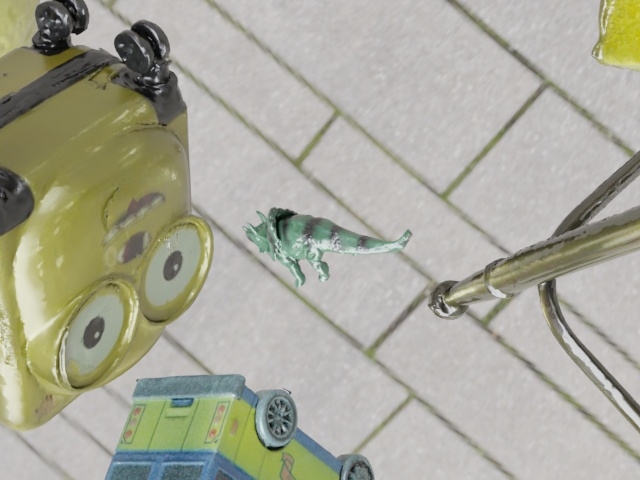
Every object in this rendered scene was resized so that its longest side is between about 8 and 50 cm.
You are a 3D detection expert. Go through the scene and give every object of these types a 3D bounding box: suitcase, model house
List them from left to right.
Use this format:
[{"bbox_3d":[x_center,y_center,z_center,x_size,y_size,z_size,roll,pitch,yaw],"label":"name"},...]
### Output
[{"bbox_3d":[-0.169,-0.008,0.875,0.143,0.194,0.235,22,133,25],"label":"suitcase"},{"bbox_3d":[0.493,-0.292,1.777,0.234,0.174,0.194,32,112,58],"label":"model house"}]

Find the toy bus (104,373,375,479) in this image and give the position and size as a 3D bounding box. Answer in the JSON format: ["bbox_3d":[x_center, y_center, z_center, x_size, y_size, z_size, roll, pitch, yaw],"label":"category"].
[{"bbox_3d":[-0.063,0.273,1.366,0.152,0.190,0.312,-8,142,38],"label":"toy bus"}]

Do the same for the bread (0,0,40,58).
[{"bbox_3d":[-0.477,-0.270,1.608,0.320,0.320,0.237,32,130,7],"label":"bread"}]

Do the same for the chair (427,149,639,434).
[{"bbox_3d":[0.344,0.011,0.760,0.362,0.364,0.410,49,165,7],"label":"chair"}]

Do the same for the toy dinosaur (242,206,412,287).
[{"bbox_3d":[0.003,0.013,2.082,0.292,0.079,0.120,15,136,28],"label":"toy dinosaur"}]
